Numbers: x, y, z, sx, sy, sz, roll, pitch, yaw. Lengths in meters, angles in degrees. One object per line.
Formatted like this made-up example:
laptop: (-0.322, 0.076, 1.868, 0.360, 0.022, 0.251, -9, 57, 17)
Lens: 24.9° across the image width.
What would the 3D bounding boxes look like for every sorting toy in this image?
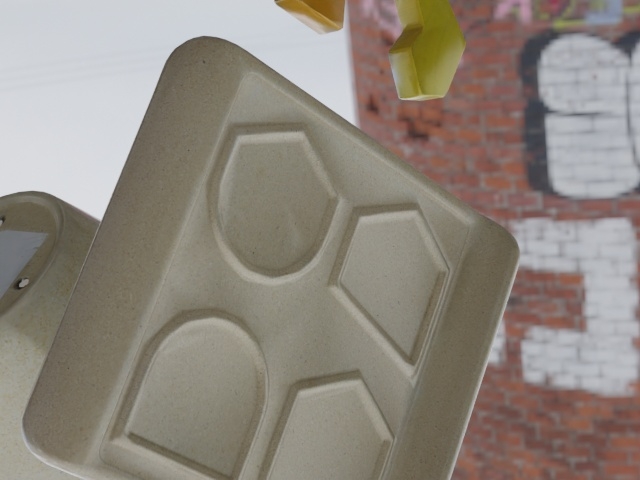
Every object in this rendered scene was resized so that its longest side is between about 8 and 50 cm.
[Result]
sorting toy: (0.000, 0.000, 0.723, 0.229, 0.307, 0.041, 30, 161, -32)

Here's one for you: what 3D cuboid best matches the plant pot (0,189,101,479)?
plant pot: (-0.137, 0.105, 0.919, 0.257, 0.274, 0.256, -21, -142, 17)
